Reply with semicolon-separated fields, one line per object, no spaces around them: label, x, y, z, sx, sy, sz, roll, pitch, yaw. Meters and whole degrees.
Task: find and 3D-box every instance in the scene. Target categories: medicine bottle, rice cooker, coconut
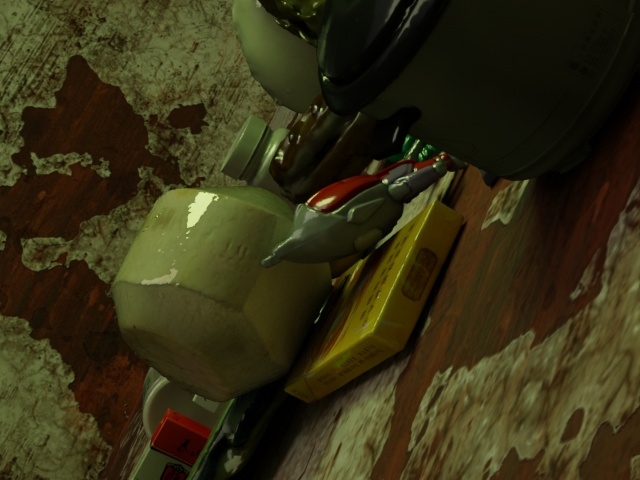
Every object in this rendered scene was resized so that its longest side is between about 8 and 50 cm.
medicine bottle;-0.194;0.231;2.018;0.133;0.133;0.250;-62;9;2
rice cooker;0.114;-0.181;1.065;0.241;0.227;0.280;-10;59;68
medicine bottle;-0.035;-0.089;1.900;0.102;0.187;0.103;-60;8;14
coconut;-0.102;0.045;1.492;0.241;0.241;0.241;-60;9;15

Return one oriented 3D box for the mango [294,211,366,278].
mango;0.004;0.000;1.671;0.163;0.111;0.089;-21;-72;-72

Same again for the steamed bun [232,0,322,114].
steamed bun;0.047;-0.333;1.979;0.309;0.309;0.309;-60;9;15

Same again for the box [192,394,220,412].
box;-0.112;0.140;1.791;0.154;0.040;0.084;-62;3;31

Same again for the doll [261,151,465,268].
doll;0.040;-0.031;1.400;0.227;0.075;0.102;-30;2;-12

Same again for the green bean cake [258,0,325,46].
green bean cake;0.002;-0.421;1.749;0.310;0.285;0.202;-57;-15;5

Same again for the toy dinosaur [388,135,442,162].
toy dinosaur;0.118;-0.103;1.502;0.132;0.059;0.096;-57;11;-23

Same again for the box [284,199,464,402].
box;0.048;0.069;1.379;0.152;0.043;0.269;-61;7;-23

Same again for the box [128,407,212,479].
box;-0.198;0.316;1.877;0.152;0.100;0.048;-60;11;13

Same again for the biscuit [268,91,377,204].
biscuit;0.063;-0.179;1.723;0.332;0.103;0.332;-51;2;3

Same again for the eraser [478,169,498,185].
eraser;0.195;-0.156;1.245;0.225;0.036;0.082;-57;9;28

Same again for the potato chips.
potato chips;-0.097;0.231;1.677;0.429;0.070;0.358;-62;3;-22
